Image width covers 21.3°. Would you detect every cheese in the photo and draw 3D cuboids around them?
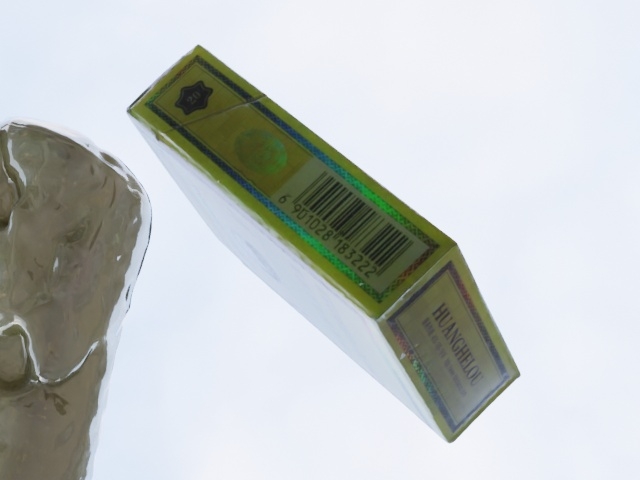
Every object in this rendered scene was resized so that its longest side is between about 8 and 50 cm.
[{"bbox_3d":[-0.091,0.064,0.446,0.065,0.043,0.194,13,-85,12],"label":"cheese"}]

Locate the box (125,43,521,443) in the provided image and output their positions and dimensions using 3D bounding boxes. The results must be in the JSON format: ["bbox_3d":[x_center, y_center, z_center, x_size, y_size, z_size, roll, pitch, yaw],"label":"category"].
[{"bbox_3d":[0.000,0.000,0.924,0.064,0.220,0.141,-42,-36,-7],"label":"box"}]
